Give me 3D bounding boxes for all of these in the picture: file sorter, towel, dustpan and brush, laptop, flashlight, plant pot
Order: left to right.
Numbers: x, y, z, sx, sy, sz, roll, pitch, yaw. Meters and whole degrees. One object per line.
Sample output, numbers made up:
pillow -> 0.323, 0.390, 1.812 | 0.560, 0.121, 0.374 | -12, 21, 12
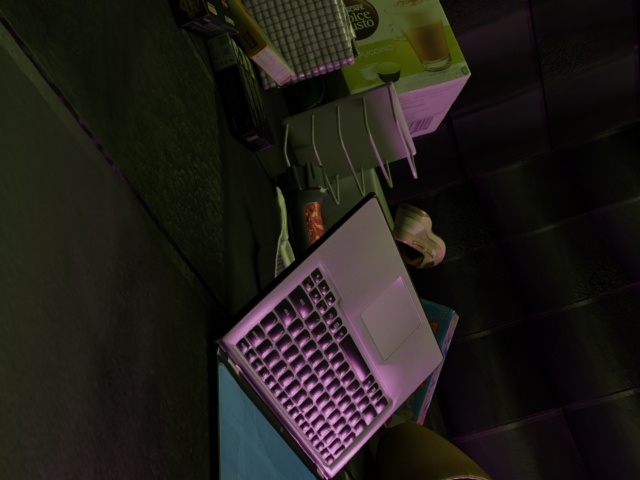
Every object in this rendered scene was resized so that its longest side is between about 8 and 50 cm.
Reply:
dustpan and brush -> -0.063, 0.021, 1.181 | 0.147, 0.060, 0.211 | 35, 38, -75
towel -> -0.058, -0.502, 1.725 | 0.121, 0.235, 0.284 | -76, 147, -84
flashlight -> 0.000, 0.000, 1.435 | 0.103, 0.103, 0.304 | 10, 61, -41
file sorter -> 0.071, -0.207, 1.753 | 0.173, 0.277, 0.193 | -92, 161, -56
laptop -> 0.048, 0.237, 0.909 | 0.236, 0.408, 0.382 | 34, -20, 41
plant pot -> 0.199, 0.467, 1.434 | 0.254, 0.237, 0.237 | -122, -171, -67

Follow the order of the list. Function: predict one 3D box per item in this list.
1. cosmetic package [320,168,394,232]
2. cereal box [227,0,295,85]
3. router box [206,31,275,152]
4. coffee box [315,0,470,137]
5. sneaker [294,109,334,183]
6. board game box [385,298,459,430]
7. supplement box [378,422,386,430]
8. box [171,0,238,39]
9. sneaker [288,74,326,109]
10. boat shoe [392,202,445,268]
cosmetic package -> 0.106, 0.002, 1.909 | 0.453, 0.161, 0.230 | -93, 162, -60
cereal box -> -0.139, -0.411, 1.509 | 0.173, 0.047, 0.240 | 55, 8, 6
router box -> -0.138, -0.258, 1.337 | 0.133, 0.046, 0.179 | 33, 39, -76
coffee box -> 0.163, -0.482, 2.124 | 0.338, 0.337, 0.334 | 114, -42, -71
sneaker -> -0.018, -0.247, 1.990 | 0.085, 0.086, 0.237 | 8, 46, -47
board game box -> 0.243, 0.305, 1.836 | 0.302, 0.086, 0.308 | 31, 78, -76
supplement box -> 0.101, 0.356, 1.542 | 0.083, 0.043, 0.055 | 57, 17, -60
box -> -0.209, -0.430, 1.246 | 0.220, 0.051, 0.175 | -51, 122, -80
sneaker -> -0.072, -0.466, 2.056 | 0.110, 0.107, 0.275 | 33, 30, -55
boat shoe -> 0.226, 0.014, 1.817 | 0.098, 0.109, 0.302 | -64, 157, -12
